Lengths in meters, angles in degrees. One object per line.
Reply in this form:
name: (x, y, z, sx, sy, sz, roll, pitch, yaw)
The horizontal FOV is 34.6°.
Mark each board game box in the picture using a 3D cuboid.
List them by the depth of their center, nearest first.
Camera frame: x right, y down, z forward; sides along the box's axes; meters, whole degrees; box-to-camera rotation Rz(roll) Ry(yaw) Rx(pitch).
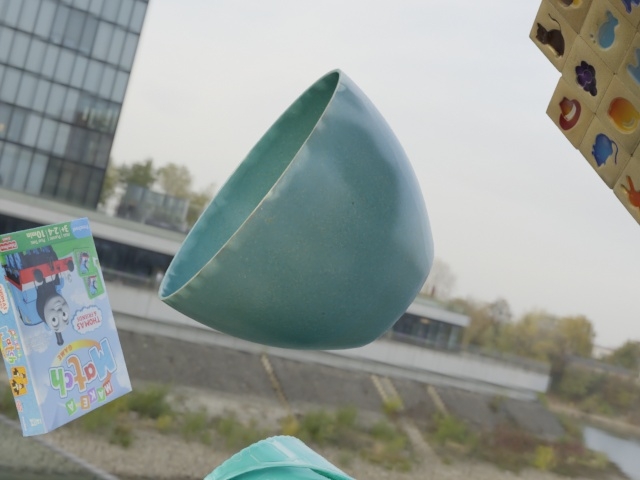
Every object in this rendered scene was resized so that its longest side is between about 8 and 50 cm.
board game box: (-0.291, 0.089, 1.133, 0.039, 0.211, 0.160, -12, 4, 24)

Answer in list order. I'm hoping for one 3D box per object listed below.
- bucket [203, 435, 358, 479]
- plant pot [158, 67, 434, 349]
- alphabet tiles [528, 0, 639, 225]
bucket: (-0.040, 0.355, 1.083, 0.183, 0.281, 0.281, 36, 9, 31)
plant pot: (0.000, 0.000, 1.047, 0.195, 0.290, 0.290, 38, -9, -13)
alphabet tiles: (0.306, -0.129, 0.903, 0.011, 0.342, 0.285, -22, -29, -20)
